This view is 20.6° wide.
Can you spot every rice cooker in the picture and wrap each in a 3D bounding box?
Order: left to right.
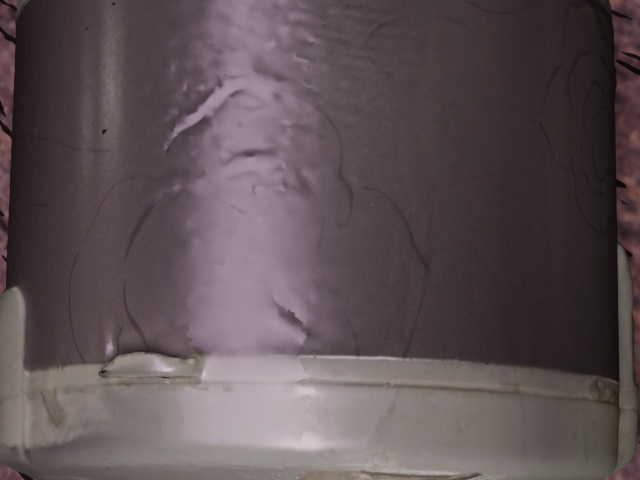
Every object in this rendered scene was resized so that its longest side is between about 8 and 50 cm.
[{"bbox_3d":[-0.001,0.003,0.779,0.288,0.288,0.277,-4,81,24],"label":"rice cooker"}]
